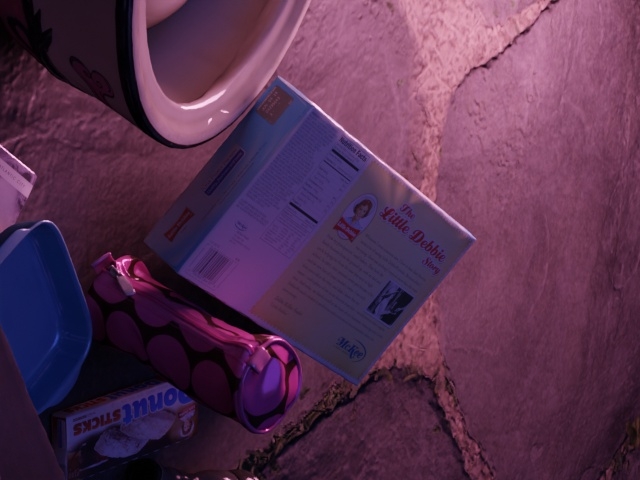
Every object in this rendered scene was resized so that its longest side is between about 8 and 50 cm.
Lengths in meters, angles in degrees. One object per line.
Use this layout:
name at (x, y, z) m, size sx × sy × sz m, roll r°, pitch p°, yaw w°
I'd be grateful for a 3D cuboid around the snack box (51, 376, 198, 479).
snack box at (-0.177, 0.169, 1.814) m, size 0.178 × 0.022 × 0.064 m, roll -16°, pitch 111°, yaw -51°

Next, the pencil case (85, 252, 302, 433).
pencil case at (-0.114, 0.086, 1.718) m, size 0.095 × 0.209 × 0.098 m, roll -39°, pitch 140°, yaw -35°

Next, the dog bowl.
dog bowl at (-0.115, -0.287, 1.576) m, size 0.408 × 0.150 × 0.408 m, roll -56°, pitch 157°, yaw -38°

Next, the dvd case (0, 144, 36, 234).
dvd case at (-0.321, 0.004, 1.571) m, size 0.164 × 0.018 × 0.221 m, roll 45°, pitch 63°, yaw -50°

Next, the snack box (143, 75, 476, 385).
snack box at (0.000, 0.000, 1.807) m, size 0.187 × 0.060 × 0.322 m, roll -50°, pitch 142°, yaw 2°

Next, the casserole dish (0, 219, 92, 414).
casserole dish at (-0.248, 0.063, 1.656) m, size 0.114 × 0.037 × 0.188 m, roll -54°, pitch 147°, yaw -34°

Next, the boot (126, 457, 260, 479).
boot at (-0.142, 0.329, 1.877) m, size 0.161 × 0.083 × 0.246 m, roll 8°, pitch 87°, yaw -48°

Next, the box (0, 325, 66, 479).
box at (-0.387, 0.185, 1.151) m, size 0.480 × 0.297 × 0.471 m, roll -75°, pitch 157°, yaw -51°
